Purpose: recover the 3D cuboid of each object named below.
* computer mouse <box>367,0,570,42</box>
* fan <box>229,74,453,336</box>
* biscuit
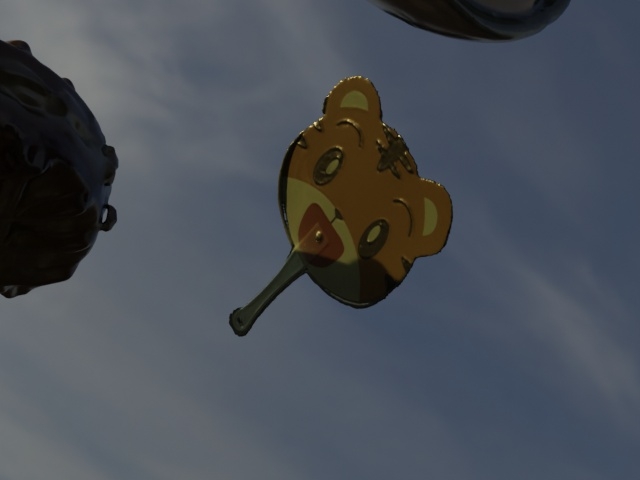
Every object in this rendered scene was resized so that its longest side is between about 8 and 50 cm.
[{"bbox_3d":[0.022,-0.244,0.862,0.199,0.389,0.115,17,-45,-40],"label":"computer mouse"},{"bbox_3d":[0.000,0.000,1.171,0.227,0.008,0.152,-48,-120,33],"label":"fan"},{"bbox_3d":[-0.319,-0.064,1.149,0.366,0.115,0.268,5,-28,-18],"label":"biscuit"}]
